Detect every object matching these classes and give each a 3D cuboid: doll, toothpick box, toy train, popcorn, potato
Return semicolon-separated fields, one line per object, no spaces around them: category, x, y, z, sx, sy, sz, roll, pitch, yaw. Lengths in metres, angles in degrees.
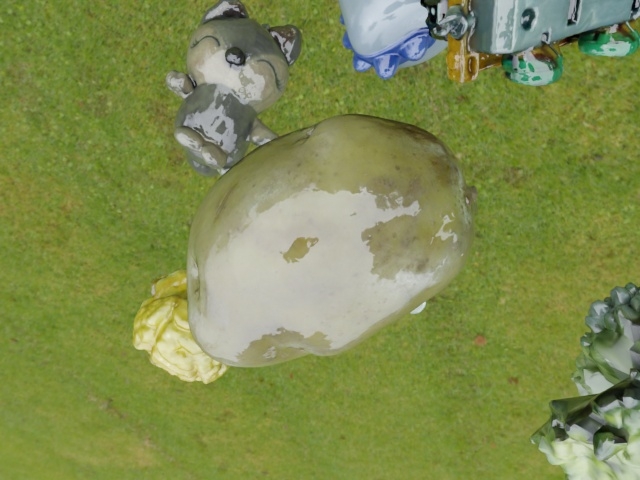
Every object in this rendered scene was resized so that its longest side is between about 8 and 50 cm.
doll;-0.224;-0.339;1.158;0.252;0.382;0.378;28;171;-29
toothpick box;0.137;-0.492;1.000;0.263;0.355;0.263;-11;162;-4
toy train;0.317;-0.367;0.761;0.429;0.249;0.178;-21;126;-19
popcorn;-0.220;0.142;0.906;0.200;0.203;0.226;9;163;29
potato;0.000;0.000;0.551;0.326;0.221;0.243;-36;125;21

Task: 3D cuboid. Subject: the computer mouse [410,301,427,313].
computer mouse;0.127;0.065;0.804;0.110;0.032;0.056;44;135;21

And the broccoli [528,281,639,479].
broccoli;0.325;0.153;0.299;0.317;0.277;0.338;-32;103;22
